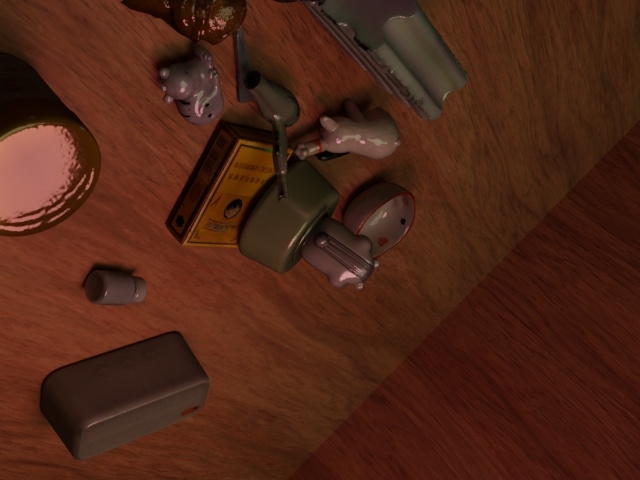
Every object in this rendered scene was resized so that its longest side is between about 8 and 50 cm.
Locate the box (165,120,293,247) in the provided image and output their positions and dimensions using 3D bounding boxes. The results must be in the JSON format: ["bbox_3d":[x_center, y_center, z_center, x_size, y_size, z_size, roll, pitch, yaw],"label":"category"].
[{"bbox_3d":[-0.217,-0.126,1.908,0.192,0.084,0.302,4,124,-51],"label":"box"}]

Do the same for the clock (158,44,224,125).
[{"bbox_3d":[-0.271,-0.303,1.645,0.117,0.080,0.176,-33,146,-21],"label":"clock"}]

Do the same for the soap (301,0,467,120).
[{"bbox_3d":[0.132,-0.461,1.759,0.156,0.261,0.446,-49,147,7],"label":"soap"}]

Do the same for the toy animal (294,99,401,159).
[{"bbox_3d":[0.061,-0.276,2.036,0.282,0.138,0.141,2,121,-21],"label":"toy animal"}]

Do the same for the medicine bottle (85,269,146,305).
[{"bbox_3d":[-0.480,0.113,1.881,0.130,0.080,0.080,11,118,-54],"label":"medicine bottle"}]

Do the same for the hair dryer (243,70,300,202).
[{"bbox_3d":[-0.110,-0.254,1.760,0.092,0.267,0.229,-9,148,17],"label":"hair dryer"}]

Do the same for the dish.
[{"bbox_3d":[0.159,-0.069,2.381,0.256,0.117,0.256,-29,145,-23],"label":"dish"}]

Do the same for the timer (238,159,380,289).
[{"bbox_3d":[0.000,0.000,2.013,0.291,0.315,0.291,-53,172,-11],"label":"timer"}]

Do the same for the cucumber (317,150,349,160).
[{"bbox_3d":[0.043,-0.236,2.135,0.133,0.032,0.032,-24,143,-33],"label":"cucumber"}]

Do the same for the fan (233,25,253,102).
[{"bbox_3d":[-0.166,-0.406,1.707,0.057,0.023,0.282,-30,147,-20],"label":"fan"}]

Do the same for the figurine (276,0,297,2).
[{"bbox_3d":[-0.050,-0.614,1.401,0.231,0.323,0.340,-74,160,-48],"label":"figurine"}]

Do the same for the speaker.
[{"bbox_3d":[-0.500,0.405,2.095,0.406,0.184,0.183,-16,138,-38],"label":"speaker"}]

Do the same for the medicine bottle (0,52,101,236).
[{"bbox_3d":[-0.532,-0.164,1.358,0.237,0.232,0.238,-31,146,-24],"label":"medicine bottle"}]

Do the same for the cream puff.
[{"bbox_3d":[-0.246,-0.448,1.393,0.268,0.241,0.155,24,104,-26],"label":"cream puff"}]
